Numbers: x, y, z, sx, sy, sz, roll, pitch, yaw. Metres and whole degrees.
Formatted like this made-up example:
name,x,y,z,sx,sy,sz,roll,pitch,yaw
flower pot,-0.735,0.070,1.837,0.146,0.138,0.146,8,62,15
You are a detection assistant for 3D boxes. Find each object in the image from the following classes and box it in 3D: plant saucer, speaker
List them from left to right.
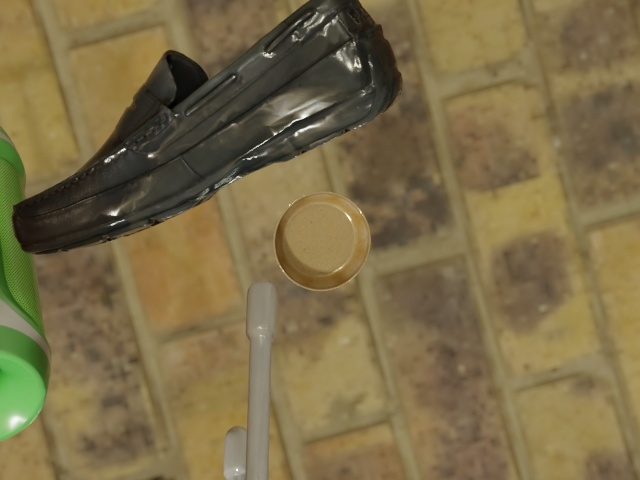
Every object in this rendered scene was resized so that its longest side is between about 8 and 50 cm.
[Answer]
name,x,y,z,sx,sy,sz,roll,pitch,yaw
speaker,-0.292,0.022,1.375,0.296,0.131,0.131,-108,3,-46
plant saucer,0.000,0.000,1.405,0.015,0.083,0.083,-155,49,-75

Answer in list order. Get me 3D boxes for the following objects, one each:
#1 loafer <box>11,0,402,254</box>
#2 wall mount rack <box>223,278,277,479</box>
name,x,y,z,sx,sy,sz,roll,pitch,yaw
loafer,-0.066,-0.060,0.869,0.078,0.223,0.076,64,-165,-3
wall mount rack,0.004,0.209,0.957,0.304,0.130,0.350,48,154,19
